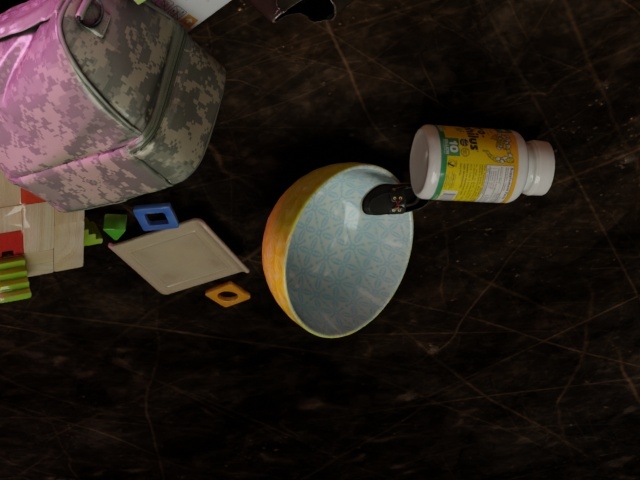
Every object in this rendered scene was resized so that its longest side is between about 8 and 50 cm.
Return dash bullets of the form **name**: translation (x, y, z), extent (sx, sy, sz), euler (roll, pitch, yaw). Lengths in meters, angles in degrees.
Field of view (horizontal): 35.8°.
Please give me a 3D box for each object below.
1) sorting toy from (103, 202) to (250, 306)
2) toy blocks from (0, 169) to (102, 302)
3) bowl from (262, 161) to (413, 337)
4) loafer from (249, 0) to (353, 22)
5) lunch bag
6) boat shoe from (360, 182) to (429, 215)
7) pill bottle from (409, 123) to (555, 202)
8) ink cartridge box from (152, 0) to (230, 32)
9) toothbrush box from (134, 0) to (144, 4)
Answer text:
- **sorting toy**: translation (-0.247, 0.022, 1.758), extent (0.196, 0.047, 0.348), euler (-13, 145, 19)
- **toy blocks**: translation (-0.504, -0.063, 1.474), extent (0.381, 0.191, 0.261), euler (-10, 133, -27)
- **bowl**: translation (0.000, 0.000, 1.632), extent (0.156, 0.289, 0.289), euler (22, 168, 43)
- **loafer**: translation (0.004, -0.306, 1.230), extent (0.220, 0.078, 0.080), euler (-18, 170, -29)
- **lunch bag**: translation (-0.306, -0.192, 1.241), extent (0.305, 0.213, 0.256), euler (-8, 149, 37)
- **boat shoe**: translation (0.119, -0.066, 1.580), extent (0.133, 0.042, 0.049), euler (-13, 114, -39)
- **pill bottle**: translation (0.254, -0.119, 1.559), extent (0.208, 0.118, 0.118), euler (3, 145, -11)
- **ink cartridge box**: translation (-0.160, -0.407, 1.131), extent (0.307, 0.072, 0.303), euler (-30, 138, 27)
- **toothbrush box**: translation (-0.139, -0.399, 0.984), extent (0.283, 0.122, 0.206), euler (-24, 140, 24)
